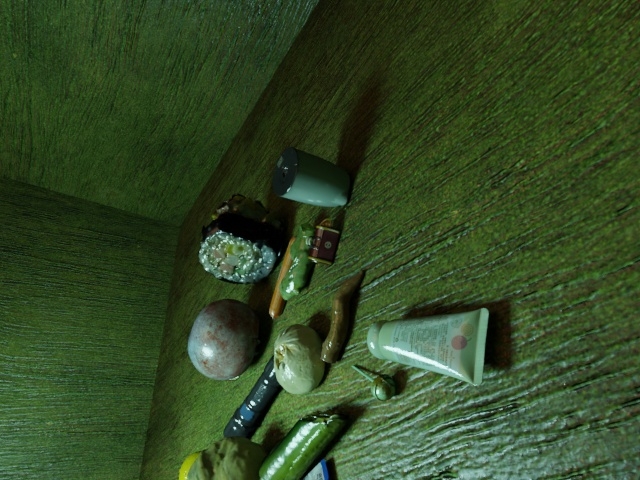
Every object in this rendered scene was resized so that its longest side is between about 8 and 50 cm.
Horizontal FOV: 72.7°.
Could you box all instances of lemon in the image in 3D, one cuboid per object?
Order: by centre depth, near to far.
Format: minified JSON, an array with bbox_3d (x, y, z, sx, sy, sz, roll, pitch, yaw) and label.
[{"bbox_3d":[-0.456,0.909,1.689,0.206,0.173,0.174,-26,49,25],"label":"lemon"}]

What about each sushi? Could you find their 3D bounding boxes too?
[{"bbox_3d":[-0.331,-0.004,1.850,0.285,0.327,0.329,-87,12,-48],"label":"sushi"}]

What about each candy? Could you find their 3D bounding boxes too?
[{"bbox_3d":[0.125,0.346,1.096,0.202,0.061,0.061,-173,100,-70],"label":"candy"}]

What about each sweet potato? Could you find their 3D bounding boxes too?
[{"bbox_3d":[0.059,0.215,1.264,0.067,0.059,0.281,7,82,52],"label":"sweet potato"}]

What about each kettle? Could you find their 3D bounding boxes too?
[{"bbox_3d":[-0.028,-0.218,1.469,0.161,0.236,0.221,-58,37,28],"label":"kettle"}]

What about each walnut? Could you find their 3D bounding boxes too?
[{"bbox_3d":[-0.281,0.771,1.354,0.277,0.282,0.253,-135,25,-64],"label":"walnut"}]

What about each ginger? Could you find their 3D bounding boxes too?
[{"bbox_3d":[-0.077,0.076,1.566,0.137,0.089,0.290,7,85,43],"label":"ginger"}]

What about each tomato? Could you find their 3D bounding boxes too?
[{"bbox_3d":[-0.375,0.393,1.733,0.316,0.282,0.317,-164,90,-75],"label":"tomato"}]

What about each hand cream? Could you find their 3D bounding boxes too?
[{"bbox_3d":[0.222,0.217,0.936,0.305,0.093,0.147,-15,57,56],"label":"hand cream"}]

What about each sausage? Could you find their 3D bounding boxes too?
[{"bbox_3d":[-0.132,0.136,1.657,0.053,0.053,0.348,17,90,62],"label":"sausage"}]

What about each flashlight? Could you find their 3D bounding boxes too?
[{"bbox_3d":[-0.221,0.562,1.535,0.424,0.103,0.103,-59,31,22],"label":"flashlight"}]

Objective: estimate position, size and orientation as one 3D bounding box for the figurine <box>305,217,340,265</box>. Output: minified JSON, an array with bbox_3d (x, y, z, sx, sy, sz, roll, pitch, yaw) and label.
[{"bbox_3d":[0.001,-0.001,1.451,0.082,0.098,0.154,8,85,65],"label":"figurine"}]

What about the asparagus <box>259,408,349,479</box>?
[{"bbox_3d":[-0.044,0.560,1.209,0.382,0.108,0.128,-57,7,25],"label":"asparagus"}]

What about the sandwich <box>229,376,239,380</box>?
[{"bbox_3d":[-0.381,0.587,1.872,0.083,0.044,0.031,-6,67,14],"label":"sandwich"}]

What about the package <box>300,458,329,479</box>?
[{"bbox_3d":[-0.009,0.698,1.148,0.173,0.027,0.171,-59,31,33],"label":"package"}]

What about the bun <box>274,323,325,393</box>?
[{"bbox_3d":[-0.084,0.361,1.342,0.222,0.127,0.222,-18,63,40],"label":"bun"}]
